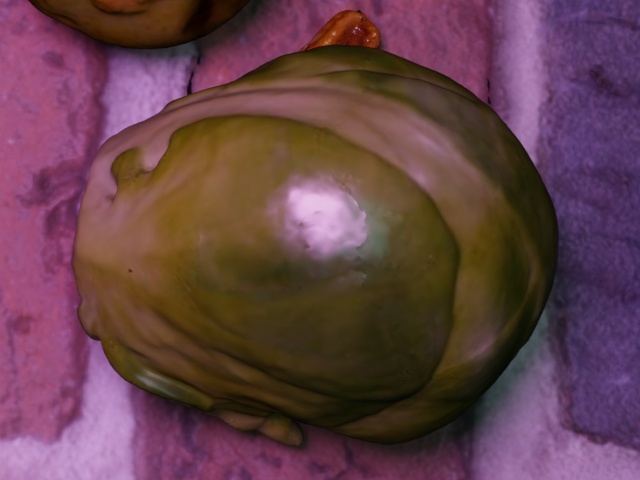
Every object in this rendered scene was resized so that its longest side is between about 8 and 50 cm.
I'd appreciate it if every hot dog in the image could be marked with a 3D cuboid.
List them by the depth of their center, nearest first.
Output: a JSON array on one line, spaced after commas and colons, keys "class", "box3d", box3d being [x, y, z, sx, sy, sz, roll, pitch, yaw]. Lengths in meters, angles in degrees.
[{"class": "hot dog", "box3d": [-0.001, -0.140, 1.413, 0.062, 0.038, 0.144, 38, 75, -4]}]

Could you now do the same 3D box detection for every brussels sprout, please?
[{"class": "brussels sprout", "box3d": [0.000, 0.000, 1.280, 0.371, 0.315, 0.276, 14, 58, -7]}]

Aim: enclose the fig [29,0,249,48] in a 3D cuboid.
[{"class": "fig", "box3d": [-0.137, -0.292, 1.310, 0.239, 0.239, 0.271, 20, 50, -11]}]
